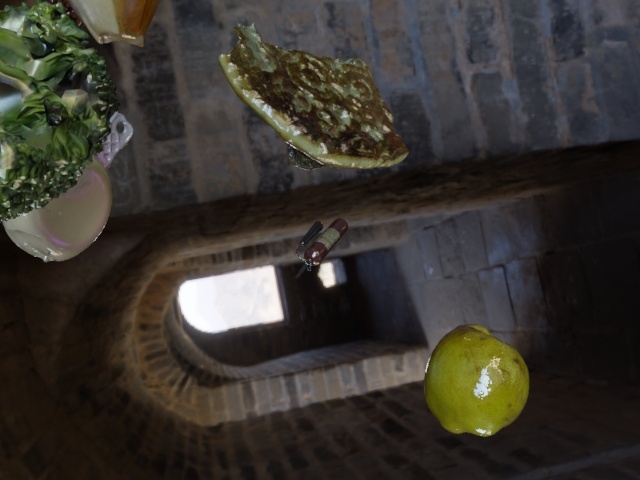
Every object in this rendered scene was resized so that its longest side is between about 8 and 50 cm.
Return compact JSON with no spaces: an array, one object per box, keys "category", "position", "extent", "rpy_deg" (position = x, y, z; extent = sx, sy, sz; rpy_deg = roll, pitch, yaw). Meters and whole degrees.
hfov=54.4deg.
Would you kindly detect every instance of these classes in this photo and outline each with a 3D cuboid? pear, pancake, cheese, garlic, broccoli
[{"category":"pear","position":[0.282,0.253,1.135],"extent":[0.200,0.199,0.200],"rpy_deg":[171,90,-80]},{"category":"pancake","position":[-0.014,-0.287,1.282],"extent":[0.067,0.426,0.305],"rpy_deg":[-43,48,47]},{"category":"cheese","position":[-0.405,-0.103,1.045],"extent":[0.287,0.082,0.163],"rpy_deg":[-66,-33,-25]},{"category":"garlic","position":[-0.178,-0.303,0.619],"extent":[0.207,0.128,0.115],"rpy_deg":[-59,13,-29]},{"category":"broccoli","position":[-0.282,-0.119,0.552],"extent":[0.176,0.197,0.227],"rpy_deg":[10,-86,-73]},{"category":"pancake","position":[-0.021,-0.199,1.337],"extent":[0.017,0.107,0.108],"rpy_deg":[-131,33,-76]}]

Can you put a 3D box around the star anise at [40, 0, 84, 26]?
[{"category":"star anise","position":[-0.424,-0.336,1.000],"extent":[0.057,0.168,0.168],"rpy_deg":[41,166,2]}]

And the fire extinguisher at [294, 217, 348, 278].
[{"category":"fire extinguisher","position":[0.000,0.000,0.967],"extent":[0.173,0.035,0.049],"rpy_deg":[-48,-56,-60]}]
